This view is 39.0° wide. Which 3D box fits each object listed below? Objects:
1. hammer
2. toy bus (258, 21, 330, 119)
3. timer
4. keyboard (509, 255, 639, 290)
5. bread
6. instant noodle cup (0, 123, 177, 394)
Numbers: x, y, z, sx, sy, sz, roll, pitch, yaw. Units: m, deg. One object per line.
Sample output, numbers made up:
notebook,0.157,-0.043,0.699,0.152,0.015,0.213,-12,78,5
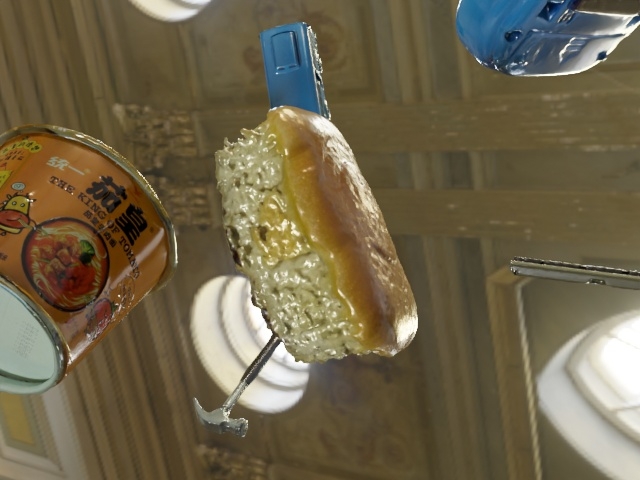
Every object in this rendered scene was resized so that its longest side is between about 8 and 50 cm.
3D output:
hammer,-0.124,0.225,1.488,0.246,0.103,0.029,-55,-32,-51
toy bus,-0.042,-0.266,1.494,0.106,0.090,0.184,36,-136,-74
timer,0.343,-0.344,1.150,0.340,0.115,0.309,-12,-33,-44
keyboard,0.210,0.026,0.691,0.049,0.129,0.015,-3,-80,-78
bread,0.000,0.000,0.821,0.174,0.121,0.245,-1,-116,-65
instant noodle cup,-0.264,0.025,0.833,0.172,0.216,0.215,-61,-43,-46
